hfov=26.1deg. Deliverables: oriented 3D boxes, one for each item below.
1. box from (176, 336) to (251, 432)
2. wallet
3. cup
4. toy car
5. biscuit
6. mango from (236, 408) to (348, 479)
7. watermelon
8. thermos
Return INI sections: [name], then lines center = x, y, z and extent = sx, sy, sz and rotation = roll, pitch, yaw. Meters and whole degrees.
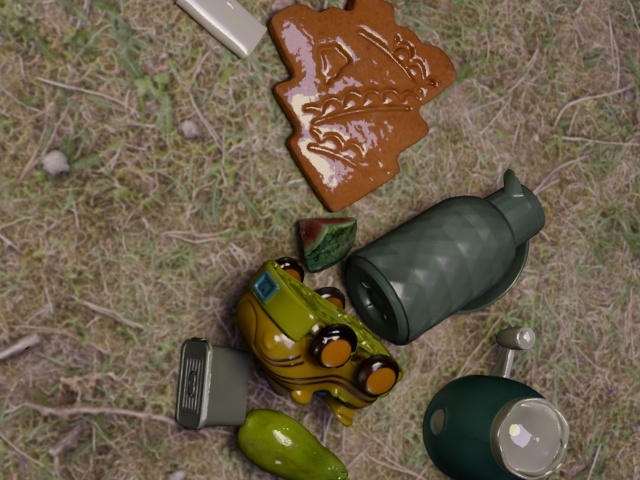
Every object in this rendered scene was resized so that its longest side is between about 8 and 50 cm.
[box]
center = -0.138, 0.188, 1.791
extent = 0.069, 0.084, 0.122
rotation = 8, 85, -28
[wallet]
center = -0.132, -0.302, 1.848
extent = 0.122, 0.025, 0.061
rotation = 40, 67, -15
[cup]
center = 0.251, 0.265, 1.888
extent = 0.168, 0.173, 0.299
rotation = 13, 83, -19
[toy car]
center = -0.014, 0.140, 1.786
extent = 0.248, 0.200, 0.142
rotation = 36, 98, -33
[biscuit]
center = 0.049, -0.187, 1.901
extent = 0.284, 0.043, 0.306
rotation = 12, 83, -20
[mango]
center = -0.037, 0.282, 1.819
extent = 0.165, 0.091, 0.074
rotation = 33, 65, -16
[watermelon]
center = 0.005, 0.002, 1.876
extent = 0.085, 0.072, 0.092
rotation = 8, 123, -32
[thermos]
center = 0.186, 0.031, 1.898
extent = 0.286, 0.145, 0.182
rotation = -29, 125, -22
